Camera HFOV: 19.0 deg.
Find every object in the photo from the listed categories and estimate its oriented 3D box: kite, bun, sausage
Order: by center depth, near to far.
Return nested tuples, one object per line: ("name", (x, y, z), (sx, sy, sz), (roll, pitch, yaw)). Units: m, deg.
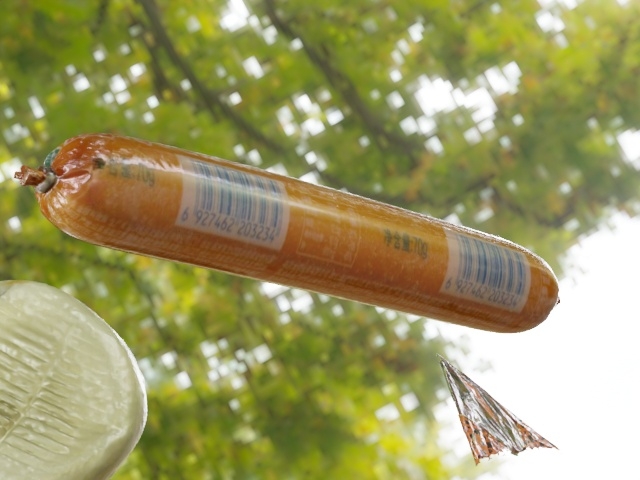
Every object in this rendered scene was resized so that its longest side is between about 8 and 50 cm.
("sausage", (0.000, 0.000, 0.940), (0.348, 0.053, 0.053), (14, -44, -40))
("kite", (0.141, 0.146, 1.690), (0.008, 0.125, 0.222), (-47, -20, 16))
("bun", (-0.270, 0.153, 1.697), (0.229, 0.229, 0.145), (-20, -25, -23))
